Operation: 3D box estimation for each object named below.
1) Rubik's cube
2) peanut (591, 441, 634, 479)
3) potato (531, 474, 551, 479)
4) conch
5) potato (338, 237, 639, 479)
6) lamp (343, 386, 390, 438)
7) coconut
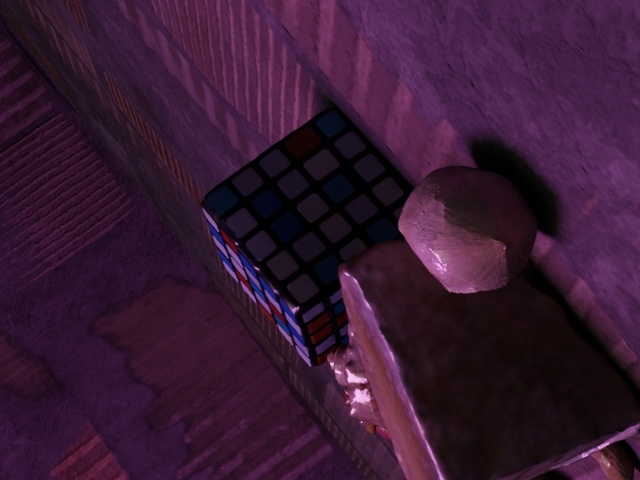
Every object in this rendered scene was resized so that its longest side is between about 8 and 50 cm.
[{"bbox_3d":[0.000,0.000,1.356,0.184,0.187,0.182,51,168,21],"label":"Rubik's cube"},{"bbox_3d":[0.286,0.212,1.224,0.083,0.037,0.037,56,168,-4],"label":"peanut"},{"bbox_3d":[0.254,0.376,1.549,0.248,0.143,0.169,180,88,-84],"label":"potato"},{"bbox_3d":[0.123,0.116,1.294,0.245,0.163,0.178,5,142,21],"label":"conch"},{"bbox_3d":[0.149,0.116,1.183,0.264,0.211,0.189,64,173,10],"label":"potato"},{"bbox_3d":[0.124,0.251,1.798,0.118,0.118,0.253,59,168,-28],"label":"lamp"},{"bbox_3d":[0.129,-0.007,1.033,0.110,0.110,0.124,57,174,-20],"label":"coconut"}]
